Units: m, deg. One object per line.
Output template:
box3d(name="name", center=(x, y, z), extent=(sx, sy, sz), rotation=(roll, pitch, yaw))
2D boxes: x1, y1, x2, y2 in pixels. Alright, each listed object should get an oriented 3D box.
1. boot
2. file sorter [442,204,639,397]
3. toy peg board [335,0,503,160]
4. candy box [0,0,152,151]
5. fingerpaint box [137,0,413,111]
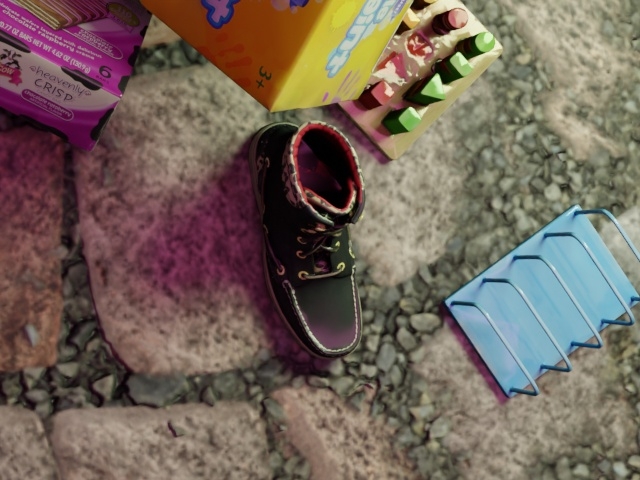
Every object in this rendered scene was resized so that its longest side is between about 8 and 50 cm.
box3d(name="boot", center=(-0.002, -0.001, 1.853), extent=(0.085, 0.178, 0.236), rotation=(-15, 92, -13))
box3d(name="file sorter", center=(0.232, 0.060, 1.944), extent=(0.170, 0.104, 0.118), rotation=(-36, 98, -11))
box3d(name="toy peg board", center=(0.078, -0.190, 1.925), extent=(0.161, 0.079, 0.160), rotation=(-45, 99, -10))
box3d(name="candy box", center=(-0.238, -0.196, 1.780), extent=(0.159, 0.233, 0.071), rotation=(27, 121, -12))
box3d(name="fingerpaint box", center=(-0.033, -0.395, 1.681), extent=(0.371, 0.163, 0.445), rotation=(41, 116, 20))
